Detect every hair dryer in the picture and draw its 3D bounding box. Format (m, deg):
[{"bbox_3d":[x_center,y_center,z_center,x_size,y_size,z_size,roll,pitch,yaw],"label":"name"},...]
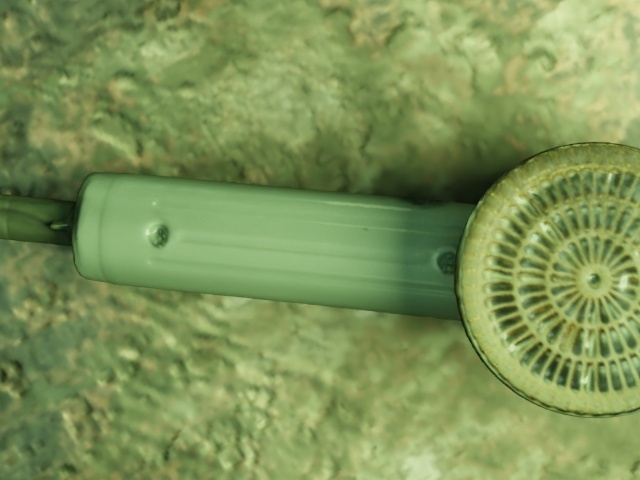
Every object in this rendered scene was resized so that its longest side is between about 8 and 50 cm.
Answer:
[{"bbox_3d":[0.000,0.000,0.784,0.357,0.173,0.108,7,90,13],"label":"hair dryer"}]
